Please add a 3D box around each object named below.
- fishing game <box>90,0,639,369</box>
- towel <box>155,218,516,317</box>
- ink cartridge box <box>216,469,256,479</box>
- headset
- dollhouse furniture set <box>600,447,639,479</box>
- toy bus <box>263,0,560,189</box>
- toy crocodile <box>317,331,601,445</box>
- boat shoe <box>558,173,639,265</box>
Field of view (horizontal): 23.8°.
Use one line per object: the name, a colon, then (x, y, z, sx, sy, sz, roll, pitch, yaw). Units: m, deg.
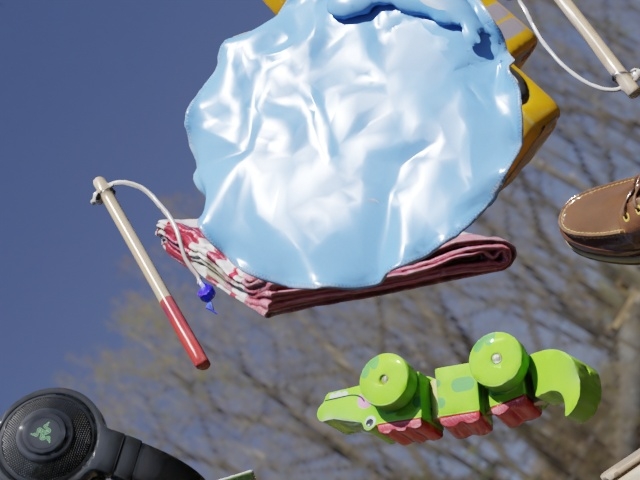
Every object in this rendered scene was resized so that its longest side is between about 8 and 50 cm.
fishing game: (0.015, -0.056, 0.773, 0.264, 0.189, 0.041, -36, -33, 1)
towel: (0.000, 0.000, 1.412, 0.237, 0.329, 0.037, -10, -76, -21)
ink cartridge box: (-0.126, 0.298, 1.277, 0.056, 0.171, 0.235, -21, -9, 34)
headset: (-0.323, 0.282, 1.716, 0.243, 0.394, 0.185, 124, 164, -59)
dollhouse furniture set: (0.538, 0.419, 1.932, 0.174, 0.355, 0.303, -31, -2, -12)
toy bus: (0.076, -0.194, 1.370, 0.130, 0.333, 0.108, -35, -17, -47)
toy crocodile: (0.157, 0.184, 1.746, 0.115, 0.340, 0.105, 42, -138, -53)
boat shoe: (0.228, -0.026, 0.997, 0.060, 0.178, 0.064, 39, -119, -35)
